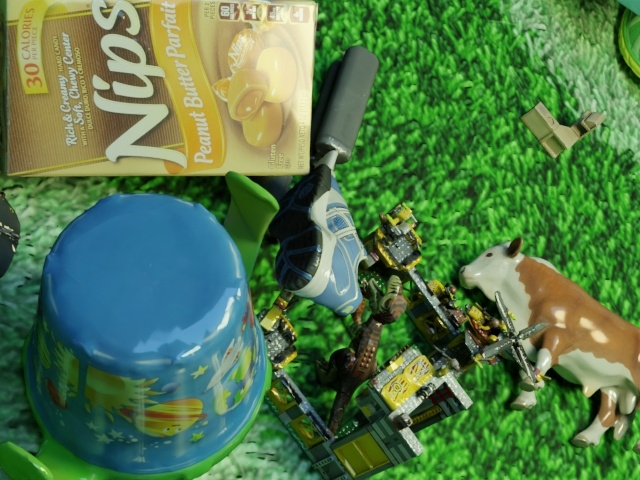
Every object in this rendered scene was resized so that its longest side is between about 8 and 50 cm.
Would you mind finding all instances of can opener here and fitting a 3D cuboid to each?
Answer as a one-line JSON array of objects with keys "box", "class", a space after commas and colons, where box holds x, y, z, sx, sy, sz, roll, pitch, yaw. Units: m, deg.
[{"box": [-0.011, -0.120, 1.401, 0.095, 0.076, 0.283, 30, 54, -18], "class": "can opener"}]

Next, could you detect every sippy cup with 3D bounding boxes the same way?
[{"box": [-0.155, 0.077, 1.081, 0.240, 0.224, 0.306, 1, 63, -6], "class": "sippy cup"}]

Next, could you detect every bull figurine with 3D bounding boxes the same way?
[{"box": [0.299, 0.129, 1.464, 0.310, 0.101, 0.188, 28, 60, -16], "class": "bull figurine"}]

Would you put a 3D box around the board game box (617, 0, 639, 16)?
[{"box": [0.425, -0.470, 1.753, 0.336, 0.079, 0.253, 42, 52, 21], "class": "board game box"}]

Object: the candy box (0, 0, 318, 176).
[{"box": [-0.166, -0.159, 1.237, 0.316, 0.087, 0.183, -2, 100, -23], "class": "candy box"}]

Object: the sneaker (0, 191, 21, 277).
[{"box": [-0.351, -0.069, 1.174, 0.118, 0.083, 0.222, 20, 58, -38], "class": "sneaker"}]

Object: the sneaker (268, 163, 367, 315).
[{"box": [0.000, 0.000, 1.241, 0.081, 0.080, 0.211, 38, 29, -24], "class": "sneaker"}]

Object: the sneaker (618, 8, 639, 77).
[{"box": [0.518, -0.344, 1.808, 0.109, 0.123, 0.296, 21, 59, -23], "class": "sneaker"}]

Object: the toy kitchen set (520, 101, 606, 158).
[{"box": [0.334, -0.171, 1.645, 0.075, 0.068, 0.083, 50, 52, -2], "class": "toy kitchen set"}]

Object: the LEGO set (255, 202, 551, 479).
[{"box": [0.079, 0.097, 1.279, 0.331, 0.192, 0.255, -25, 82, -38], "class": "LEGO set"}]
